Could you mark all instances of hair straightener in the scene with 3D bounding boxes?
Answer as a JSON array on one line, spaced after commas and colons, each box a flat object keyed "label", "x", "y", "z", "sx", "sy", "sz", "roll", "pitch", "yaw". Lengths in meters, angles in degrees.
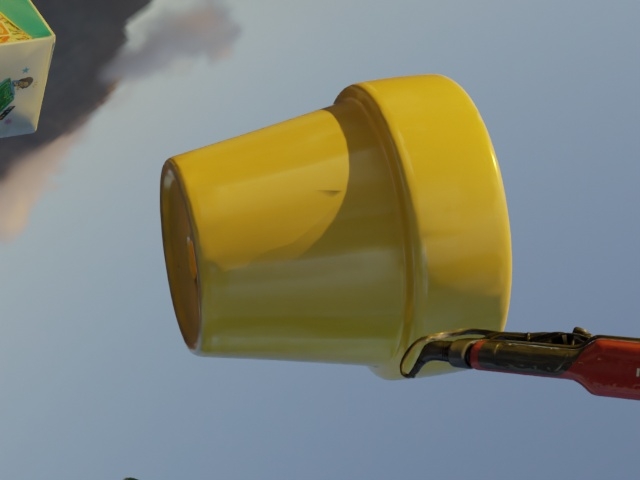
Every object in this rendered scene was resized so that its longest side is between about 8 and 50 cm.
[{"label": "hair straightener", "x": 0.172, "y": 0.089, "z": 1.006, "sx": 0.230, "sy": 0.047, "sz": 0.089, "roll": -1, "pitch": -177, "yaw": 12}]

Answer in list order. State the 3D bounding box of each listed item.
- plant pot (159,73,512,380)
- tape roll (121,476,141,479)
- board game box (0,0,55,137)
[{"label": "plant pot", "x": 0.000, "y": 0.000, "z": 1.170, "sx": 0.239, "sy": 0.254, "sz": 0.254, "roll": -8, "pitch": -169, "yaw": -16}, {"label": "tape roll", "x": -0.049, "y": 0.313, "z": 1.173, "sx": 0.077, "sy": 0.321, "sz": 0.321, "roll": -56, "pitch": -157, "yaw": -18}, {"label": "board game box", "x": -0.370, "y": -0.151, "z": 0.964, "sx": 0.303, "sy": 0.224, "sz": 0.097, "roll": -14, "pitch": 142, "yaw": -34}]
